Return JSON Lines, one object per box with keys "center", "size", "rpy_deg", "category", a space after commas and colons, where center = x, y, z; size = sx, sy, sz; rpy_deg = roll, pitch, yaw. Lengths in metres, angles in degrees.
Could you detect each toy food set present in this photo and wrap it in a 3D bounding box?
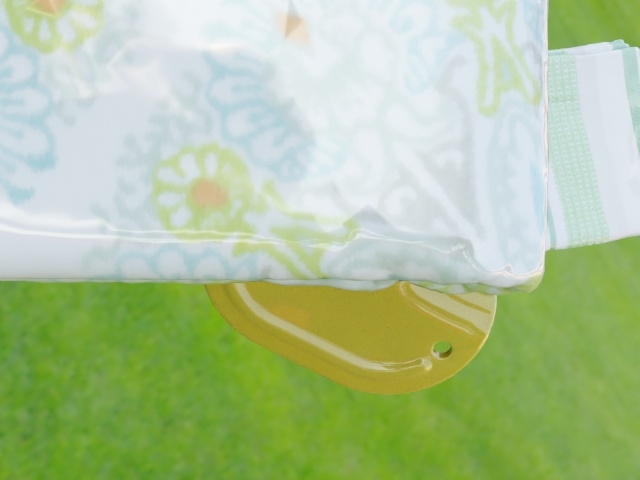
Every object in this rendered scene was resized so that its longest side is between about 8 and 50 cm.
{"center": [0.000, 0.000, 1.132], "size": [0.218, 0.128, 0.071], "rpy_deg": [28, 23, -13], "category": "toy food set"}

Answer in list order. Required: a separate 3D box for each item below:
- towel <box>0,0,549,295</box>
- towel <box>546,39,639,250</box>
{"center": [-0.087, -0.138, 0.849], "size": [0.090, 0.374, 0.321], "rpy_deg": [60, 31, -84], "category": "towel"}
{"center": [0.121, -0.050, 1.063], "size": [0.152, 0.023, 0.113], "rpy_deg": [-9, 80, -24], "category": "towel"}
